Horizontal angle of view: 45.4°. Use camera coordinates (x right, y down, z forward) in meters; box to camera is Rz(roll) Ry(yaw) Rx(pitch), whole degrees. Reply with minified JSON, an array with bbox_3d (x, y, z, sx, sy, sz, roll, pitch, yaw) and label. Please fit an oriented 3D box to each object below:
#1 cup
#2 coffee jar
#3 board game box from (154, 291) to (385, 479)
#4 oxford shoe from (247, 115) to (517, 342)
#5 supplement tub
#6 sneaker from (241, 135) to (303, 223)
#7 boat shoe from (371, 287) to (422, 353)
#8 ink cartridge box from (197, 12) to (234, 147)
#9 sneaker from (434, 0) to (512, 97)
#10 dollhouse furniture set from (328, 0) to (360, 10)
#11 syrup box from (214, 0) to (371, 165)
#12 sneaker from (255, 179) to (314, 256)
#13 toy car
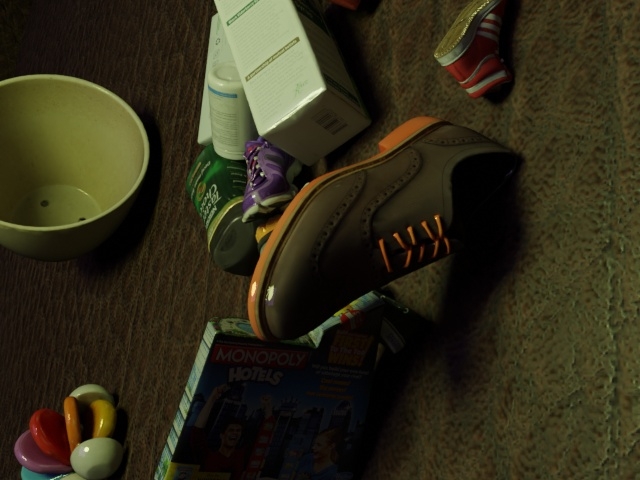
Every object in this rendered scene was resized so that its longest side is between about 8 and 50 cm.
[{"bbox_3d":[-0.477,-0.093,1.358,0.237,0.331,0.331,112,156,-54],"label":"cup"},{"bbox_3d":[-0.111,-0.041,0.973,0.096,0.079,0.184,-58,37,23],"label":"coffee jar"},{"bbox_3d":[-0.030,0.124,0.665,0.060,0.194,0.194,33,106,55],"label":"board game box"},{"bbox_3d":[0.054,-0.013,0.606,0.098,0.097,0.271,20,52,40],"label":"oxford shoe"},{"bbox_3d":[-0.104,-0.163,0.959,0.071,0.071,0.107,-117,23,-47],"label":"supplement tub"},{"bbox_3d":[-0.068,-0.077,0.876,0.068,0.071,0.170,-27,23,16],"label":"sneaker"},{"bbox_3d":[0.048,0.060,0.733,0.040,0.049,0.142,-40,34,-7],"label":"boat shoe"},{"bbox_3d":[-0.085,-0.259,1.064,0.224,0.045,0.223,-19,61,48],"label":"ink cartridge box"},{"bbox_3d":[0.153,-0.179,0.698,0.042,0.067,0.118,-13,35,55],"label":"sneaker"},{"bbox_3d":[0.098,-0.381,0.805,0.374,0.152,0.201,135,141,-61],"label":"dollhouse furniture set"},{"bbox_3d":[-0.037,-0.213,0.883,0.096,0.093,0.236,-33,56,22],"label":"syrup box"},{"bbox_3d":[0.000,0.000,0.799,0.215,0.084,0.083,-37,47,55],"label":"sneaker"},{"bbox_3d":[-0.388,0.312,1.159,0.182,0.136,0.159,-58,36,21],"label":"toy car"}]
